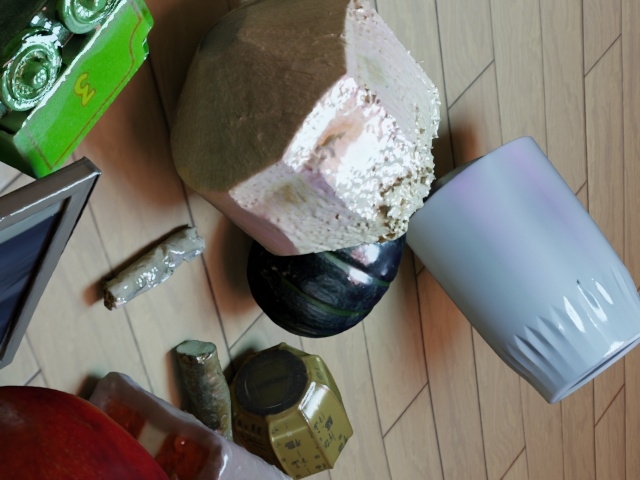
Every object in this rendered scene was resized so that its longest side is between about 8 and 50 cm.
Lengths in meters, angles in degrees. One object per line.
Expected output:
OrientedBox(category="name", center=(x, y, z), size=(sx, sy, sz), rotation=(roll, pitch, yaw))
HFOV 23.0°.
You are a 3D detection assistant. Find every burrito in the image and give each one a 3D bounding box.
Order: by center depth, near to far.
OrientedBox(category="burrito", center=(-0.199, 0.033, 1.905), size=(0.185, 0.041, 0.045), rotation=(-38, 130, -45))

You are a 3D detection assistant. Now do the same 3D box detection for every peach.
OrientedBox(category="peach", center=(-0.289, 0.341, 1.601), size=(0.388, 0.388, 0.388), rotation=(-37, 138, -43))

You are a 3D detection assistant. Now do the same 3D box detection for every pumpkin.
OrientedBox(category="pumpkin", center=(0.000, 0.000, 2.068), size=(0.250, 0.216, 0.250), rotation=(-55, 180, 1))

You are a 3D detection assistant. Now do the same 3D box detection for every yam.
OrientedBox(category="yam", center=(-0.145, 0.238, 2.091), size=(0.061, 0.061, 0.253), rotation=(-40, 135, -40))

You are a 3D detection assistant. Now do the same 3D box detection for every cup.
OrientedBox(category="cup", center=(0.320, 0.042, 2.391), size=(0.253, 0.372, 0.253), rotation=(-35, 167, -9))

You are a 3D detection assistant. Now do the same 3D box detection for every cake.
OrientedBox(category="cake", center=(-0.208, 0.353, 1.908), size=(0.309, 0.237, 0.230), rotation=(-62, 148, -6))

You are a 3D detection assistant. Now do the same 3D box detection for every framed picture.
OrientedBox(category="framed picture", center=(-0.413, 0.109, 1.478), size=(0.446, 0.028, 0.326), rotation=(-32, 160, -45))

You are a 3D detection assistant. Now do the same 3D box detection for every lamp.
OrientedBox(category="lamp", center=(-0.043, 0.239, 2.183), size=(0.161, 0.161, 0.185), rotation=(-56, 152, -21))

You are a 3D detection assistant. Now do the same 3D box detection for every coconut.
OrientedBox(category="coconut", center=(-0.024, -0.144, 1.816), size=(0.309, 0.297, 0.297), rotation=(41, 73, -43))

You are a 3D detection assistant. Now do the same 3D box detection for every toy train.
OrientedBox(category="toy train", center=(-0.275, -0.192, 1.553), size=(0.243, 0.132, 0.188), rotation=(-55, 153, -18))
